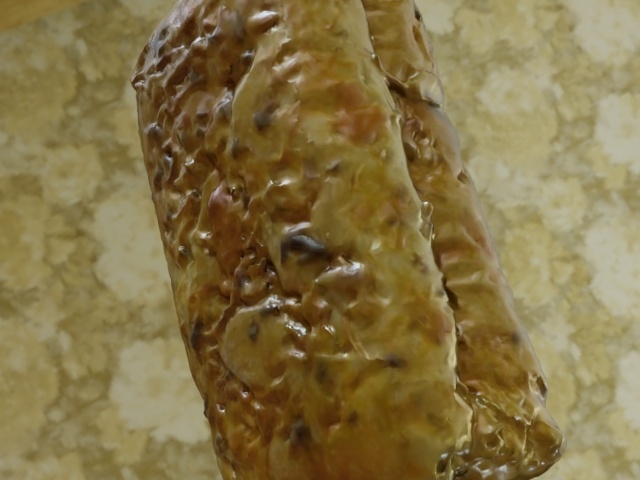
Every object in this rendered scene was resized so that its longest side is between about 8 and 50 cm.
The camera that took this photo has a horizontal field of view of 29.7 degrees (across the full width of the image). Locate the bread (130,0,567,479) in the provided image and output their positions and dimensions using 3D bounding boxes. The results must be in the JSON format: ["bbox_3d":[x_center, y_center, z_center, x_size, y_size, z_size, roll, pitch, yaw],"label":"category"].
[{"bbox_3d":[0.000,0.000,0.410,0.114,0.083,0.211,-37,-118,40],"label":"bread"}]
